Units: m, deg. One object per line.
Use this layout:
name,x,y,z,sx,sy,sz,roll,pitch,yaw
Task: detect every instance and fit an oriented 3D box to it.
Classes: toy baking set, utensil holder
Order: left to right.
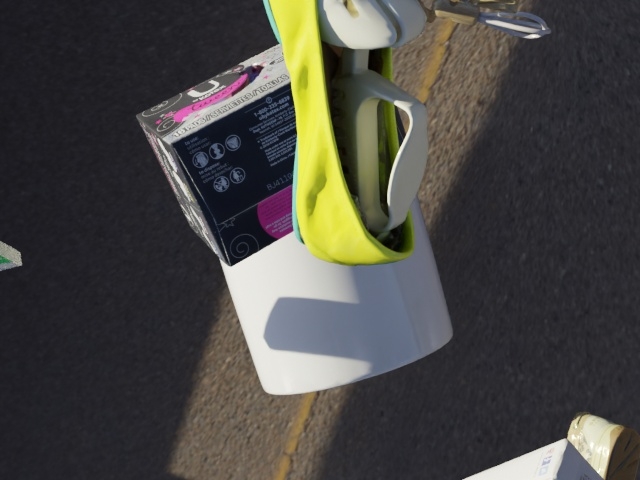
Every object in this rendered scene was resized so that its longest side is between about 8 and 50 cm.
utensil holder,0.000,0.000,1.326,0.328,0.327,0.385,-15,92,19
toy baking set,0.172,-0.281,1.085,0.197,0.256,0.030,18,97,32

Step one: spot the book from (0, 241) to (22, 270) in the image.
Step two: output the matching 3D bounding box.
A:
book,-0.460,0.027,1.094,0.144,0.096,0.035,-16,71,7

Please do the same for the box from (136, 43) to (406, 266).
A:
box,-0.051,-0.115,0.987,0.247,0.142,0.163,-30,119,-15

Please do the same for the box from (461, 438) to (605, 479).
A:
box,0.189,0.338,0.862,0.232,0.058,0.322,46,134,-5

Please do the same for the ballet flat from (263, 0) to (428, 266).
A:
ballet flat,0.020,-0.090,0.463,0.077,0.077,0.231,16,121,40

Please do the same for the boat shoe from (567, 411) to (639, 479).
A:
boat shoe,0.370,0.388,1.252,0.089,0.105,0.285,20,94,50
